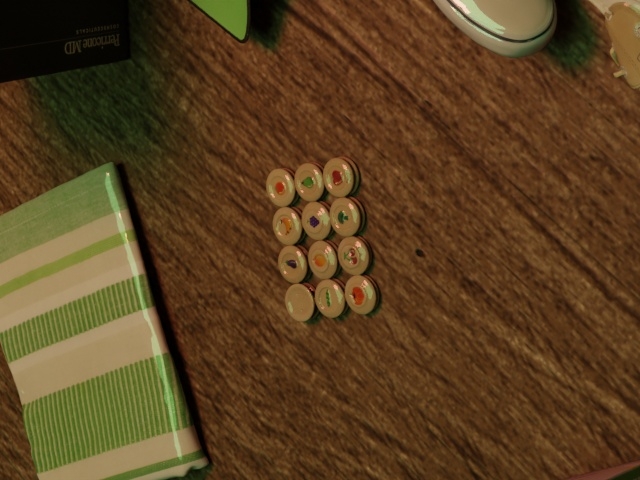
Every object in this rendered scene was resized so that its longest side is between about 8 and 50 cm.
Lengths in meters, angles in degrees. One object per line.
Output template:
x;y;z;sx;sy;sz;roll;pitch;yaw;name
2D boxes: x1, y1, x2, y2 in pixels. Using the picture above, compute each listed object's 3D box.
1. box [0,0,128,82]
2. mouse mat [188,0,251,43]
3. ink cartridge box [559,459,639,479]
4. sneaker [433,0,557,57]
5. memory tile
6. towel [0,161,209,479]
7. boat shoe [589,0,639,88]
-0.346;-0.309;1.757;0.179;0.343;0.312;7;104;29;box
-0.102;-0.291;1.738;0.152;0.007;0.189;43;141;42;mouse mat
0.179;0.237;1.514;0.109;0.209;0.062;-23;84;42;ink cartridge box
0.112;-0.267;1.525;0.258;0.094;0.091;61;168;15;sneaker
0.000;0.000;1.754;0.113;0.012;0.148;-7;95;42;memory tile
-0.246;0.108;1.981;0.248;0.038;0.324;-21;83;41;towel
0.262;-0.157;1.421;0.302;0.113;0.103;34;114;30;boat shoe
